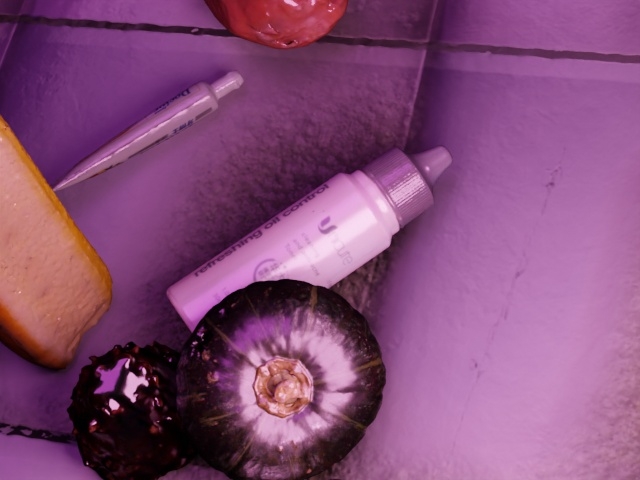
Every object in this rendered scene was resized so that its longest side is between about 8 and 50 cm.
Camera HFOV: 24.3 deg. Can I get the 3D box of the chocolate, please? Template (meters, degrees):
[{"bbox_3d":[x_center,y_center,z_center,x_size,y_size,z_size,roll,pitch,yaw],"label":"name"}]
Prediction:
[{"bbox_3d":[-0.183,0.144,1.408,0.156,0.133,0.156,-6,59,10],"label":"chocolate"}]

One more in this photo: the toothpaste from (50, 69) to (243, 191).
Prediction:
[{"bbox_3d":[-0.195,-0.113,1.607,0.255,0.067,0.037,-31,99,-6],"label":"toothpaste"}]

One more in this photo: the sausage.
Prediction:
[{"bbox_3d":[-0.074,-0.320,1.634,0.152,0.152,0.279,-33,57,-4],"label":"sausage"}]

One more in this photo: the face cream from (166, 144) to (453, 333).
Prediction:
[{"bbox_3d":[0.000,0.000,1.464,0.311,0.092,0.092,-33,58,-5],"label":"face cream"}]

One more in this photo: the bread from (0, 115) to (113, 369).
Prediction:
[{"bbox_3d":[-0.377,-0.058,1.466,0.143,0.333,0.323,-45,56,-14],"label":"bread"}]

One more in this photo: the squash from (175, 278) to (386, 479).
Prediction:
[{"bbox_3d":[-0.038,0.130,1.360,0.193,0.156,0.193,4,69,-10],"label":"squash"}]
